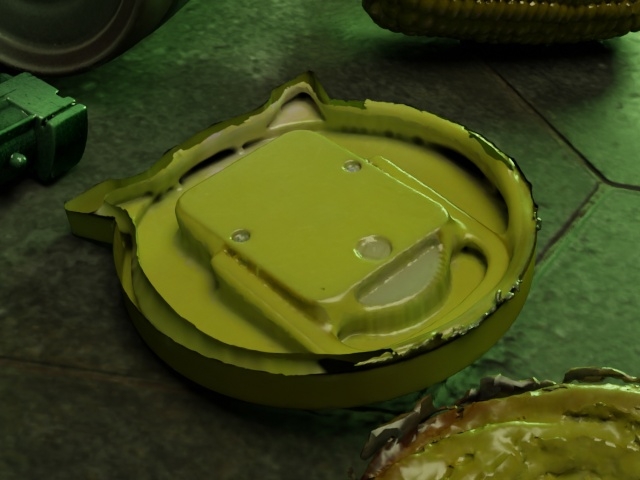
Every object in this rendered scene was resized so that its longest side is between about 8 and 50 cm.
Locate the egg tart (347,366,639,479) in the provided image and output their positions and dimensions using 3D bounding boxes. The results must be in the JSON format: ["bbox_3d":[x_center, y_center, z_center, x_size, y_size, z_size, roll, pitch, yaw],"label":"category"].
[{"bbox_3d":[0.125,0.184,0.581,0.279,0.095,0.279,-8,40,7],"label":"egg tart"}]

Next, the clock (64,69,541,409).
[{"bbox_3d":[0.001,0.004,0.799,0.277,0.071,0.293,-28,45,-24],"label":"clock"}]

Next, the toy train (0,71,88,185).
[{"bbox_3d":[-0.250,-0.069,0.817,0.111,0.071,0.170,29,36,13],"label":"toy train"}]

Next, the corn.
[{"bbox_3d":[0.176,-0.243,1.089,0.347,0.130,0.130,-1,41,-21],"label":"corn"}]

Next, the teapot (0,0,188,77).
[{"bbox_3d":[-0.205,-0.294,1.016,0.315,0.233,0.312,-3,26,27],"label":"teapot"}]
